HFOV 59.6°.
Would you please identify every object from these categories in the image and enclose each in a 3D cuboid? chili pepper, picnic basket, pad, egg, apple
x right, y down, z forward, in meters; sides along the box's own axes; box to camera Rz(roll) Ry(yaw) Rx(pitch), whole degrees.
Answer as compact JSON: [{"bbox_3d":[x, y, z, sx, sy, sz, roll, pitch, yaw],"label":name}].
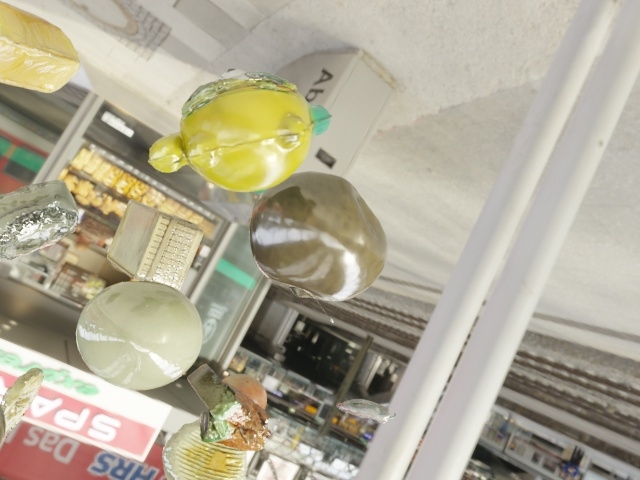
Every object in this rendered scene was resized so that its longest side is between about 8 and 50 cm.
[{"bbox_3d":[0.115,0.415,1.374,0.153,0.041,0.050,18,175,-4],"label":"chili pepper"},{"bbox_3d":[-0.523,0.018,1.788,0.175,0.228,0.312,24,177,-37],"label":"picnic basket"},{"bbox_3d":[-0.020,0.156,1.602,0.113,0.006,0.188,57,175,-33],"label":"pad"},{"bbox_3d":[-0.360,0.190,1.131,0.219,0.219,0.269,20,-178,40],"label":"egg"},{"bbox_3d":[-0.295,0.578,2.025,0.173,0.188,0.188,28,172,-34],"label":"apple"}]

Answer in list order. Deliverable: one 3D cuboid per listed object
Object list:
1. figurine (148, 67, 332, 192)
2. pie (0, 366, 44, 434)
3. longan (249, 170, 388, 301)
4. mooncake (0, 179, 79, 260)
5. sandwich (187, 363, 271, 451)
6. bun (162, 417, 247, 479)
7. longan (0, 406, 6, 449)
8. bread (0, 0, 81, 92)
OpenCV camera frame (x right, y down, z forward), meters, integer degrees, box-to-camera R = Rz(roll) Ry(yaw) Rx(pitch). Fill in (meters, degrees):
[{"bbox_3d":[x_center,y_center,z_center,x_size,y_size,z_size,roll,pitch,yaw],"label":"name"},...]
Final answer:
[{"bbox_3d":[-0.131,-0.185,0.993,0.323,0.232,0.340,-12,-163,-3],"label":"figurine"},{"bbox_3d":[-1.026,0.553,1.878,0.055,0.274,0.274,29,171,-6],"label":"pie"},{"bbox_3d":[0.000,0.000,1.283,0.350,0.288,0.288,41,166,-29],"label":"longan"},{"bbox_3d":[-0.767,-0.042,1.463,0.136,0.250,0.254,62,150,5],"label":"mooncake"},{"bbox_3d":[-0.255,0.487,1.524,0.301,0.162,0.250,52,165,-32],"label":"sandwich"},{"bbox_3d":[-0.335,0.627,1.592,0.243,0.244,0.153,29,147,-10],"label":"bun"},{"bbox_3d":[-0.791,0.425,1.185,0.246,0.245,0.215,56,-170,-72],"label":"longan"},{"bbox_3d":[-0.622,-0.384,1.117,0.119,0.152,0.288,57,-165,5],"label":"bread"}]
